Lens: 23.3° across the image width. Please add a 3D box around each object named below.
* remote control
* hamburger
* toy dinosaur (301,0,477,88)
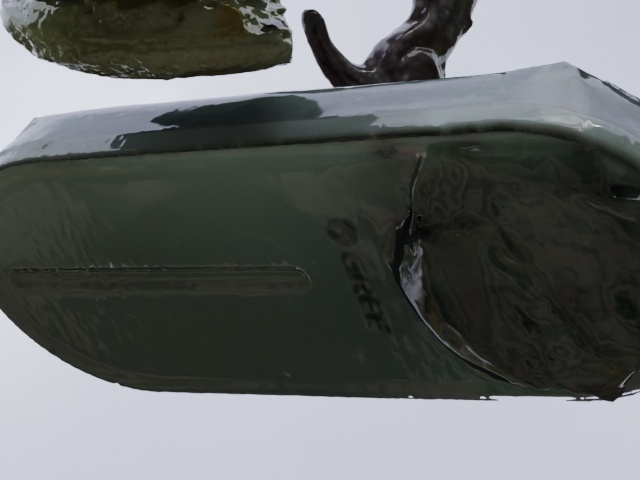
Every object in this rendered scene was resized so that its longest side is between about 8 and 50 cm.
[{"bbox_3d":[0.000,0.000,0.469,0.247,0.052,0.104,-1,-49,28],"label":"remote control"},{"bbox_3d":[-0.055,-0.082,0.453,0.084,0.121,0.054,-9,-66,-1],"label":"hamburger"},{"bbox_3d":[0.030,-0.198,0.802,0.162,0.077,0.294,-26,-98,-29],"label":"toy dinosaur"}]
